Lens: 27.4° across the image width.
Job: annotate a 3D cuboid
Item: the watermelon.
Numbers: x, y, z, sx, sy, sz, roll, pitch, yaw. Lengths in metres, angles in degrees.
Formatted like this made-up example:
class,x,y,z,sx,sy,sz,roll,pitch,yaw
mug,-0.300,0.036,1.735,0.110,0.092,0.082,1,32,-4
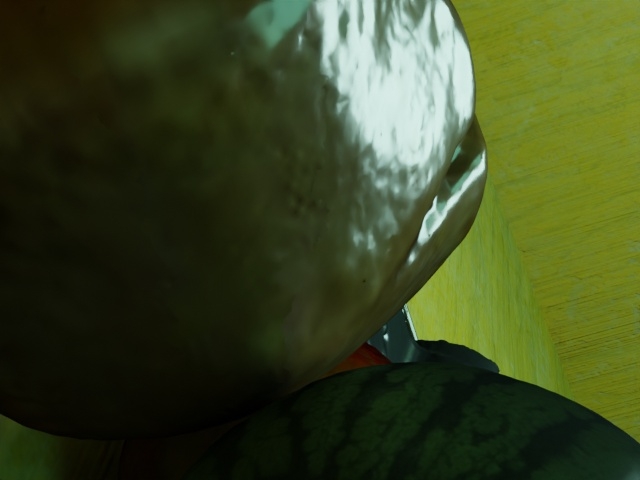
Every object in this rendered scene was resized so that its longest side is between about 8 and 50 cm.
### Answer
class,x,y,z,sx,sy,sz,roll,pitch,yaw
watermelon,0.049,0.193,0.566,0.359,0.278,0.279,55,23,-61

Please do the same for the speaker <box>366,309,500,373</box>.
class,x,y,z,sx,sy,sz,roll,pitch,yaw
speaker,0.000,0.000,1.068,0.180,0.184,0.388,-66,140,-58

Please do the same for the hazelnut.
class,x,y,z,sx,sy,sz,roll,pitch,yaw
hazelnut,-0.092,-0.072,0.684,0.372,0.315,0.372,49,0,0

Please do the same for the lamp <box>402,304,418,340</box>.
class,x,y,z,sx,sy,sz,roll,pitch,yaw
lamp,0.061,0.115,1.378,0.090,0.089,0.325,-35,109,-74

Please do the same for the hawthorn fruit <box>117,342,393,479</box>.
class,x,y,z,sx,sy,sz,roll,pitch,yaw
hawthorn fruit,-0.030,0.146,0.852,0.261,0.224,0.224,-115,180,-62
